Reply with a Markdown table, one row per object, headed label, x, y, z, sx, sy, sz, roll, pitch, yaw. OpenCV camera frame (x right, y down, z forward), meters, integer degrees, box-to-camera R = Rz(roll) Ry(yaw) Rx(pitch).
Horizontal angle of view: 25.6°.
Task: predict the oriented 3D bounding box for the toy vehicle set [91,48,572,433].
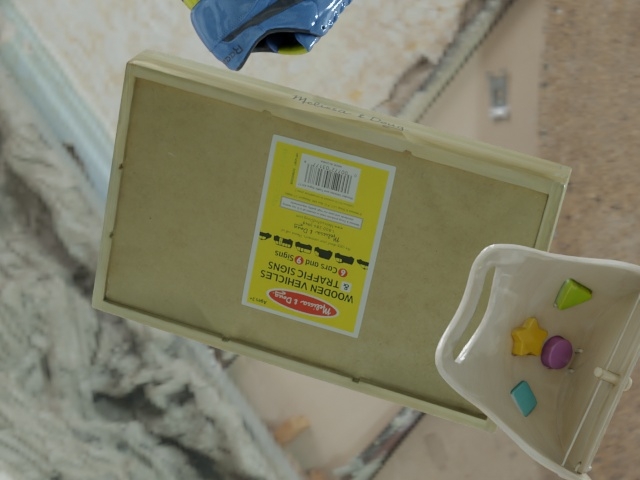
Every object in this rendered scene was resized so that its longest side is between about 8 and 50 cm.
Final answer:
| label | x | y | z | sx | sy | sz | roll | pitch | yaw |
| --- | --- | --- | --- | --- | --- | --- | --- | --- | --- |
| toy vehicle set | 0.000 | 0.000 | 0.846 | 0.267 | 0.035 | 0.166 | 17 | -66 | 9 |

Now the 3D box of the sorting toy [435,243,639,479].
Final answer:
| label | x | y | z | sx | sy | sz | roll | pitch | yaw |
| --- | --- | --- | --- | --- | --- | --- | --- | --- | --- |
| sorting toy | 0.080 | 0.037 | 0.521 | 0.045 | 0.075 | 0.083 | 21 | -94 | 62 |

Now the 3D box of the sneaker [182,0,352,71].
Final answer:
| label | x | y | z | sx | sy | sz | roll | pitch | yaw |
| --- | --- | --- | --- | --- | --- | --- | --- | --- | --- |
| sneaker | -0.011 | -0.186 | 1.108 | 0.082 | 0.209 | 0.069 | 59 | -37 | 6 |
